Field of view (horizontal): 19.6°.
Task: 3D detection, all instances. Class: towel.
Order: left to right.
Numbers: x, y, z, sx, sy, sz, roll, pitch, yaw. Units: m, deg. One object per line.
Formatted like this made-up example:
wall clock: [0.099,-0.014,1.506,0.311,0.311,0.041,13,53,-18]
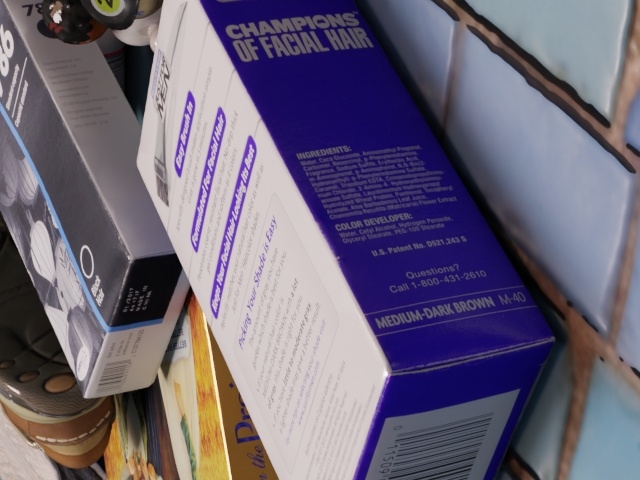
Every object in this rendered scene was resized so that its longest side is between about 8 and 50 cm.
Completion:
towel: [-0.283,0.162,1.679,0.187,0.049,0.282,7,133,55]

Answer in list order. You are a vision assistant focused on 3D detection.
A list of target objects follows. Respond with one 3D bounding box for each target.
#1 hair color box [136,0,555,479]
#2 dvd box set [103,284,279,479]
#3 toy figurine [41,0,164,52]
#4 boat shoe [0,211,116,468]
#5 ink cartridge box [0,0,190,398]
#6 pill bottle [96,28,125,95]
hair color box: [0.000,0.000,1.089,0.339,0.110,0.185,61,150,35]
dvd box set: [-0.088,0.230,1.411,0.307,0.062,0.420,163,98,-66]
toy figurine: [-0.117,-0.229,1.229,0.209,0.148,0.213,178,85,-66]
boat shoe: [-0.245,0.059,1.502,0.324,0.122,0.120,-118,15,-47]
ink cartridge box: [-0.193,-0.063,1.376,0.332,0.065,0.165,61,146,32]
pill bottle: [-0.205,-0.136,1.529,0.087,0.087,0.160,-142,49,-58]
